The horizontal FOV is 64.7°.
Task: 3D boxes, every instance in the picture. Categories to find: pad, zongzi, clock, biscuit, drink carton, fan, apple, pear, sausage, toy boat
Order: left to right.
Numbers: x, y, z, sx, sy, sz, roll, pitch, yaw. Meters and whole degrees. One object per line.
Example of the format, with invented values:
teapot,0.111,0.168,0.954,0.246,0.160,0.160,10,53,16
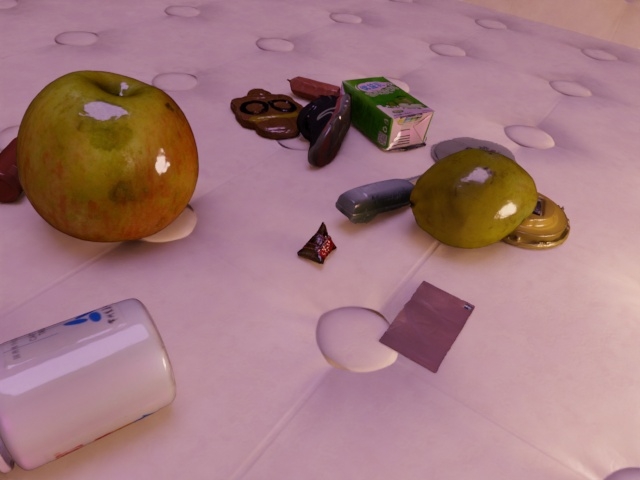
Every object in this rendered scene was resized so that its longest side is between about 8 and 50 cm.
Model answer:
apple,-0.414,-0.168,0.997,0.340,0.339,0.339,4,41,-3
biscuit,-0.148,-0.383,1.485,0.209,0.041,0.290,-11,44,-21
sausage,-0.024,-0.472,1.590,0.170,0.065,0.065,19,42,13
zongzi,0.000,0.000,1.035,0.067,0.073,0.083,17,37,40
toy boat,0.141,-0.092,1.167,0.261,0.085,0.078,-18,46,-41
drink carton,0.182,-0.370,1.465,0.161,0.108,0.271,-15,44,-27
pad,0.200,0.153,0.935,0.113,0.006,0.188,28,46,21
fan,0.358,-0.209,1.356,0.415,0.012,0.233,-24,41,-31
pear,0.325,-0.089,1.080,0.270,0.212,0.212,-6,41,2
clock,0.479,-0.073,1.201,0.237,0.057,0.237,5,40,-4

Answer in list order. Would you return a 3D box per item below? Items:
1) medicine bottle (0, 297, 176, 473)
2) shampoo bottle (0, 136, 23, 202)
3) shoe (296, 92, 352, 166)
medicine bottle,-0.357,0.202,0.674,0.293,0.170,0.170,-22,48,-29
shampoo bottle,-0.675,-0.186,1.146,0.086,0.085,0.244,4,42,-3
shoe,0.000,-0.314,1.363,0.137,0.114,0.290,9,45,11
